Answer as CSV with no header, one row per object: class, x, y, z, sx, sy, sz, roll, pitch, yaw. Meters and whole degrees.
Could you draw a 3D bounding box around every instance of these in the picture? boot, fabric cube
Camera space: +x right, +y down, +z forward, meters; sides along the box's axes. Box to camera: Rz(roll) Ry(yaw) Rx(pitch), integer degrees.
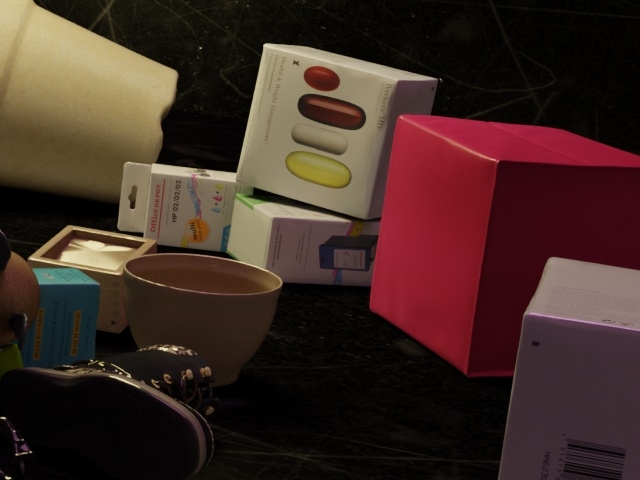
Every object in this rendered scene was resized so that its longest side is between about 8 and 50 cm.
boot,-0.140,0.140,1.363,0.236,0.085,0.178,8,11,39
fabric cube,0.238,0.004,1.864,0.259,0.254,0.258,3,12,-25

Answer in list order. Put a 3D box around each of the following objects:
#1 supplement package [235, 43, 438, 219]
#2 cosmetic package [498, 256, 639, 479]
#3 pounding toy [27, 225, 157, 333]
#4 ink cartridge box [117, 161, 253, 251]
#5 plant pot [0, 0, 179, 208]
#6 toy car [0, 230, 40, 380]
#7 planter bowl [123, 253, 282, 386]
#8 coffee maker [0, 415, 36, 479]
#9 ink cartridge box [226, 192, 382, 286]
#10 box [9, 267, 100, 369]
supplement package,0.022,-0.148,2.126,0.203,0.194,0.149,16,12,23
cosmetic package,0.218,0.149,1.225,0.138,0.224,0.224,9,12,10
pounding toy,-0.240,0.051,1.771,0.130,0.100,0.141,10,23,13
ink cartridge box,-0.189,-0.046,2.193,0.181,0.104,0.061,6,13,-6
plant pot,-0.387,-0.195,2.367,0.305,0.334,0.334,17,10,-9
toy car,-0.304,0.053,1.361,0.149,0.155,0.188,-15,2,-35
planter bowl,-0.125,0.084,1.601,0.162,0.109,0.162,8,12,-2
coffee maker,-0.284,0.174,0.924,0.178,0.171,0.120,-5,34,-41
ink cartridge box,0.000,0.000,2.126,0.212,0.093,0.154,6,11,-23
box,-0.336,0.081,1.503,0.244,0.101,0.060,0,14,-32
